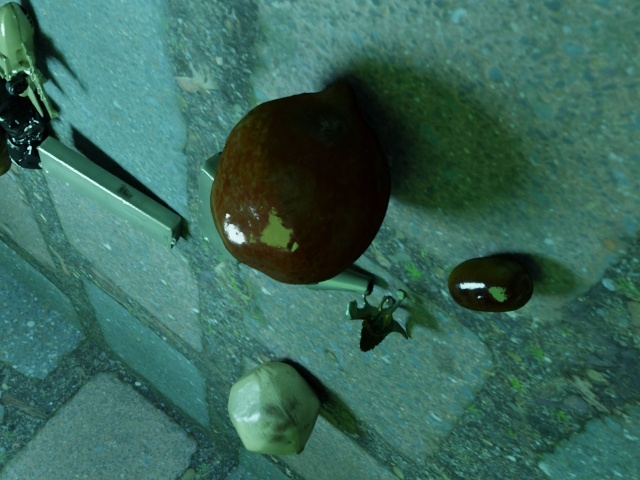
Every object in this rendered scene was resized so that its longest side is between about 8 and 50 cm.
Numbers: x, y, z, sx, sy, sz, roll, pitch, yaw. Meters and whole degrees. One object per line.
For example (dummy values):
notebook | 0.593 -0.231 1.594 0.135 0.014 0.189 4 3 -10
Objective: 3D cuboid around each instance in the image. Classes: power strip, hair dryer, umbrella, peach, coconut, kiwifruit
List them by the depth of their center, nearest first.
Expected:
peach | -0.014 -0.079 1.014 0.232 0.257 0.232 29 -162 -10
kiwifruit | 0.218 0.057 1.041 0.075 0.075 0.124 51 149 -18
hair dryer | 0.017 0.013 1.307 0.167 0.067 0.199 23 135 17
power strip | -0.166 -0.048 1.435 0.118 0.046 0.270 44 155 11
power strip | -0.451 -0.104 1.715 0.367 0.043 0.106 32 153 3
umbrella | -0.647 -0.239 1.772 0.122 0.110 0.272 34 158 -2
coconut | -0.100 0.394 1.869 0.224 0.224 0.224 33 153 19

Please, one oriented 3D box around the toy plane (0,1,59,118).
toy plane | -0.565 -0.345 1.504 0.242 0.104 0.256 52 164 16

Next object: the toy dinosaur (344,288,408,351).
toy dinosaur | 0.094 0.137 1.300 0.044 0.106 0.187 26 149 31

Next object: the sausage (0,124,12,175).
sausage | -0.803 -0.244 1.901 0.501 0.123 0.136 163 98 -71
